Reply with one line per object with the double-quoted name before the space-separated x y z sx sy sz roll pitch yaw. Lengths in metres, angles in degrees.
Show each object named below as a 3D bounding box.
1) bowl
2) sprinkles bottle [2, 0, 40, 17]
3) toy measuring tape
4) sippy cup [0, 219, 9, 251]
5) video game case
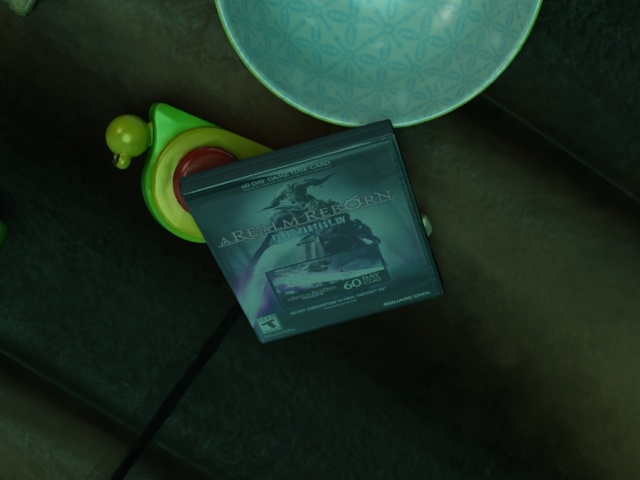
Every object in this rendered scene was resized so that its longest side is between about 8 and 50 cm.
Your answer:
"bowl" 0.051 -0.257 1.319 0.289 0.156 0.289 0 108 1
"sprinkles bottle" -0.387 -0.339 1.312 0.355 0.121 0.121 31 106 -10
"toy measuring tape" -0.058 -0.032 1.423 0.330 0.121 0.121 22 107 -16
"sippy cup" -0.451 -0.053 1.329 0.305 0.224 0.240 -12 97 -5
"video game case" 0.000 0.000 1.392 0.196 0.026 0.274 -15 146 5
